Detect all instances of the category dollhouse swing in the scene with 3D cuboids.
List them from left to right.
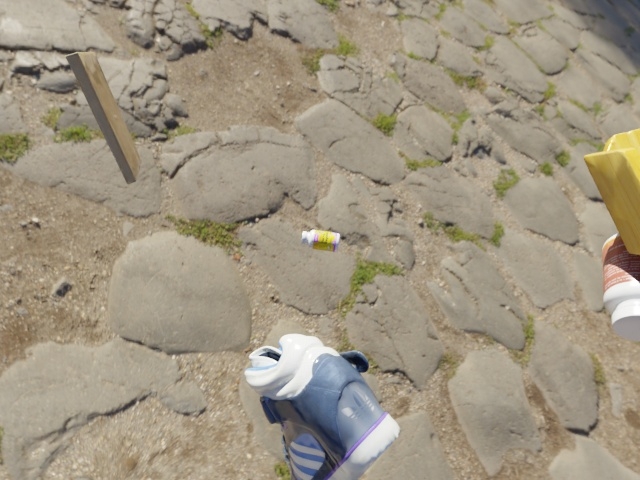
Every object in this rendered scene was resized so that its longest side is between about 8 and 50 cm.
[{"bbox_3d":[0.743,-0.139,0.798,0.346,0.305,0.316,-14,72,-2],"label":"dollhouse swing"}]

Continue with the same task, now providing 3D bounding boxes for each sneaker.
[{"bbox_3d":[-0.027,0.273,0.728,0.236,0.323,0.130,44,50,18],"label":"sneaker"}]

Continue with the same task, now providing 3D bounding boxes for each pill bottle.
[{"bbox_3d":[0.000,0.000,1.037,0.083,0.043,0.044,8,58,-1],"label":"pill bottle"},{"bbox_3d":[0.656,0.094,0.960,0.121,0.121,0.216,30,53,-6],"label":"pill bottle"}]

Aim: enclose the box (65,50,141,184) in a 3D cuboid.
[{"bbox_3d":[-0.350,-0.206,0.765,0.021,0.201,0.164,-20,26,-9],"label":"box"}]
